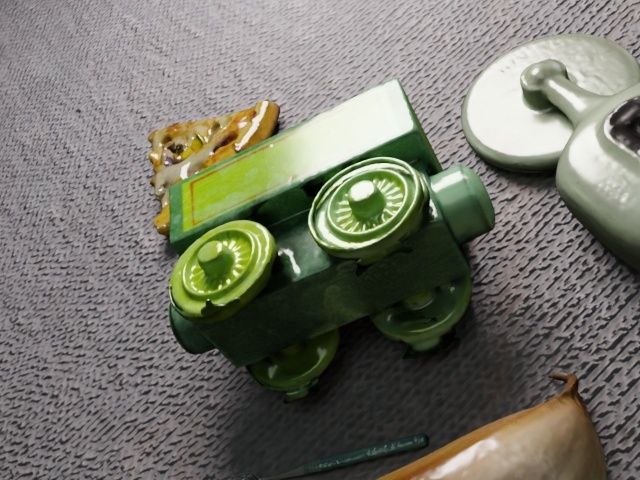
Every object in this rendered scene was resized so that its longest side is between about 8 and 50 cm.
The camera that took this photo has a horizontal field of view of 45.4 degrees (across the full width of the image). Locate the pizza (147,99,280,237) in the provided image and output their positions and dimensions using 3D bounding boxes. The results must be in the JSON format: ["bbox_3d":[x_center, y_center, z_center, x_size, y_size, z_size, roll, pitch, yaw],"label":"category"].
[{"bbox_3d":[-0.133,-0.101,0.834,0.185,0.036,0.176,-43,49,-5],"label":"pizza"}]

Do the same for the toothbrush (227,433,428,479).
[{"bbox_3d":[0.002,0.170,0.587,0.167,0.014,0.011,-18,43,16],"label":"toothbrush"}]

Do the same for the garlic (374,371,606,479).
[{"bbox_3d":[0.108,0.173,0.477,0.207,0.128,0.115,-31,72,-3],"label":"garlic"}]

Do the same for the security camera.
[{"bbox_3d":[0.225,-0.094,0.612,0.157,0.080,0.301,-39,46,0],"label":"security camera"}]

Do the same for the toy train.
[{"bbox_3d":[0.000,0.000,0.616,0.272,0.159,0.188,-23,44,13],"label":"toy train"}]
